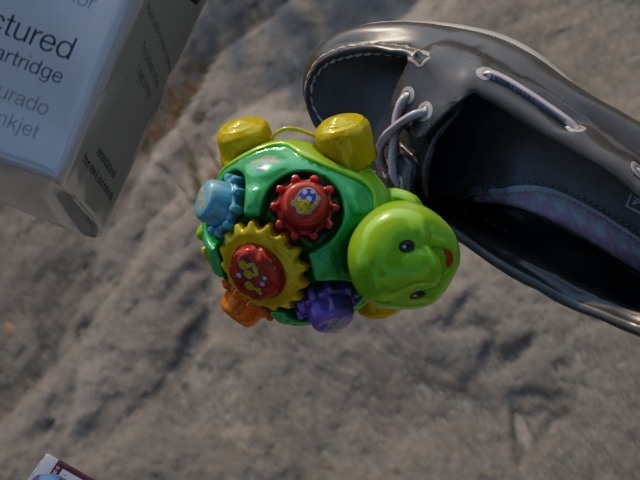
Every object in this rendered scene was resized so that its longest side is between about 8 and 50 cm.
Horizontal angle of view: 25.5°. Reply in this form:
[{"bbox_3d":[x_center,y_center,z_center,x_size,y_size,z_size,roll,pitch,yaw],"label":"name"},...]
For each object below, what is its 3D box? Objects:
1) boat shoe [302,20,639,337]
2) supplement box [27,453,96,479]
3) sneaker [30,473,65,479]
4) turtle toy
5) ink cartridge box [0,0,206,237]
[{"bbox_3d":[0.114,-0.038,0.792,0.335,0.095,0.112,27,119,25],"label":"boat shoe"},{"bbox_3d":[-0.141,0.280,1.162,0.239,0.130,0.073,29,60,5],"label":"supplement box"},{"bbox_3d":[-0.112,0.171,0.781,0.059,0.053,0.144,-42,49,-10],"label":"sneaker"},{"bbox_3d":[0.000,0.000,0.590,0.130,0.095,0.066,1,28,31],"label":"turtle toy"},{"bbox_3d":[-0.098,-0.131,0.428,0.154,0.093,0.212,23,80,3],"label":"ink cartridge box"}]
